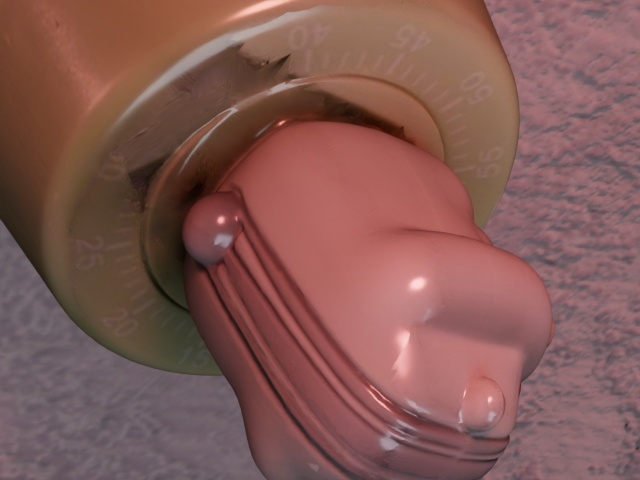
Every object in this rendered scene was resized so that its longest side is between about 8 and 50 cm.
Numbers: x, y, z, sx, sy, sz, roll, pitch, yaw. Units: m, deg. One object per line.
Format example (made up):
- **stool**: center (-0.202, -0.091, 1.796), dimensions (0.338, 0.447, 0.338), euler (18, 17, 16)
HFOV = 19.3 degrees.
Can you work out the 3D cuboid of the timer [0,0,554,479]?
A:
- **timer**: center (0.000, 0.000, 0.922), dimensions (0.290, 0.315, 0.291), euler (-16, 138, -15)
